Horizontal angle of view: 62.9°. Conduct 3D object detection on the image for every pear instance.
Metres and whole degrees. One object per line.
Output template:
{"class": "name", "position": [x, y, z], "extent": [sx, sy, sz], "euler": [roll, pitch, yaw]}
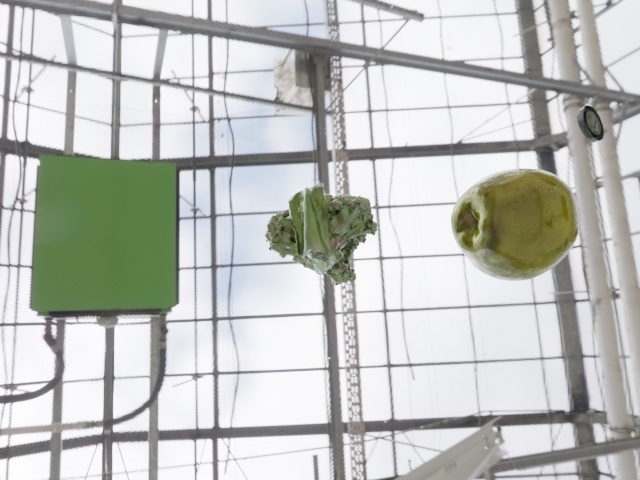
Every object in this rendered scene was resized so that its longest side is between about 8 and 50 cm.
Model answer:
{"class": "pear", "position": [0.469, -0.038, 1.252], "extent": [0.294, 0.294, 0.294], "euler": [4, -102, -21]}

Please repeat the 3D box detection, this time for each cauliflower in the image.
{"class": "cauliflower", "position": [0.000, 0.000, 1.206], "extent": [0.256, 0.315, 0.239], "euler": [15, -62, -6]}

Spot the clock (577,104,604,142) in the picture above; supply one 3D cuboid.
{"class": "clock", "position": [0.597, -0.257, 1.157], "extent": [0.085, 0.017, 0.085], "euler": [12, -111, -33]}
